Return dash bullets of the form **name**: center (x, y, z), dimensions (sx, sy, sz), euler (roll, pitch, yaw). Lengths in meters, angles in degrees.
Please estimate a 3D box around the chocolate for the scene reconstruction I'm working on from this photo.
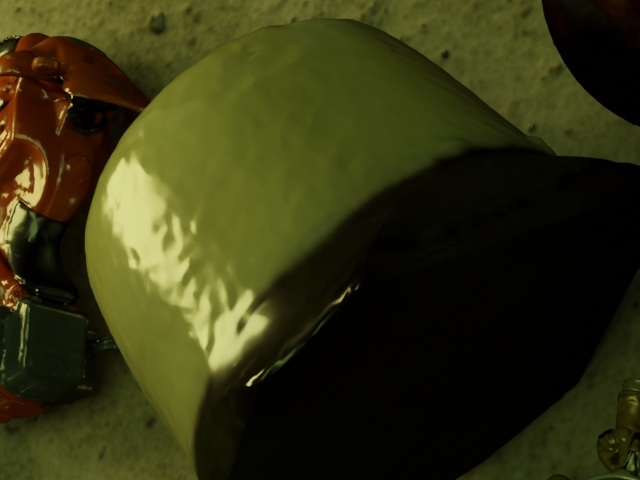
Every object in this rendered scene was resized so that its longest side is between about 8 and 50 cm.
- **chocolate**: center (0.000, 0.000, 1.137), dimensions (0.314, 0.326, 0.297), euler (-22, 62, -29)

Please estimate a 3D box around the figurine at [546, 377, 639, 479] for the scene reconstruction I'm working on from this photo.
- **figurine**: center (0.200, 0.162, 1.152), dimensions (0.101, 0.068, 0.143), euler (-18, 57, 15)

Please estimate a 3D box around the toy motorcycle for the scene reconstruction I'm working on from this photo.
- **toy motorcycle**: center (-0.216, -0.023, 1.353), dimensions (0.221, 0.148, 0.325), euler (-14, 67, 44)

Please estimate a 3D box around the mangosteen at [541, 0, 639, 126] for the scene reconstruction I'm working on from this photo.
- **mangosteen**: center (0.244, -0.173, 1.109), dimensions (0.228, 0.265, 0.228), euler (3, 101, 16)
